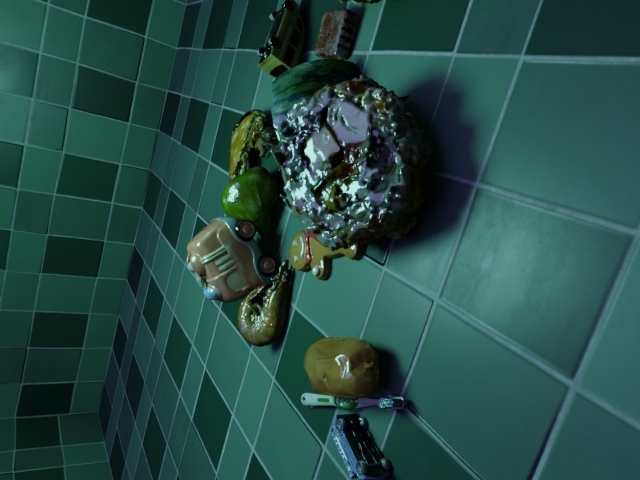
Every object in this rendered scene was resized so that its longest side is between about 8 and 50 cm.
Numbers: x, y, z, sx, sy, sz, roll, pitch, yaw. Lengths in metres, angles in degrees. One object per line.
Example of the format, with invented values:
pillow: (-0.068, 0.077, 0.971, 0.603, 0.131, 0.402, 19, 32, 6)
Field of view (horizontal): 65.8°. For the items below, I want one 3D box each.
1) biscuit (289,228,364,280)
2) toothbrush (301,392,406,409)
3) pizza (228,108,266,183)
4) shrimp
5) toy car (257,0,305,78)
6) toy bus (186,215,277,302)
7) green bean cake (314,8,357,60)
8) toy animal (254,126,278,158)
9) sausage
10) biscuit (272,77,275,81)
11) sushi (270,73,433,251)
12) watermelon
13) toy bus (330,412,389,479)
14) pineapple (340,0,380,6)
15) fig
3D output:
biscuit: (0.000, 0.000, 1.376, 0.340, 0.047, 0.216, -23, 63, 52)
toothbrush: (0.064, 0.392, 1.208, 0.418, 0.040, 0.042, -26, 60, 56)
pizza: (-0.262, -0.356, 1.792, 0.251, 0.074, 0.287, -45, 41, 50)
shrimp: (-0.170, 0.186, 1.522, 0.152, 0.063, 0.287, 16, 91, 14)
toy car: (-0.117, -0.663, 1.630, 0.101, 0.124, 0.256, -13, 55, 52)
toy bus: (-0.297, 0.072, 1.582, 0.194, 0.232, 0.287, -13, 108, 53)
green bean cake: (0.045, -0.591, 1.431, 0.136, 0.056, 0.135, 33, 109, 54)
toy animal: (-0.178, -0.333, 1.700, 0.220, 0.086, 0.069, 136, 137, -67)
sausage: (0.050, 0.299, 1.166, 0.241, 0.120, 0.136, -10, 86, 54)
biscuit: (-0.111, -0.500, 1.666, 0.133, 0.032, 0.250, -34, 55, 46)
sushi: (0.058, -0.175, 1.143, 0.417, 0.176, 0.417, 2, 94, 38)
watermelon: (-0.037, -0.310, 1.352, 0.319, 0.222, 0.292, -45, 44, 42)
toy bus: (0.085, 0.475, 1.118, 0.076, 0.073, 0.167, -67, 33, 26)
pineapple: (0.063, -0.741, 1.182, 0.352, 0.352, 0.300, 53, 131, 47)
fig: (-0.208, -0.114, 1.643, 0.235, 0.203, 0.203, 56, 140, -3)
